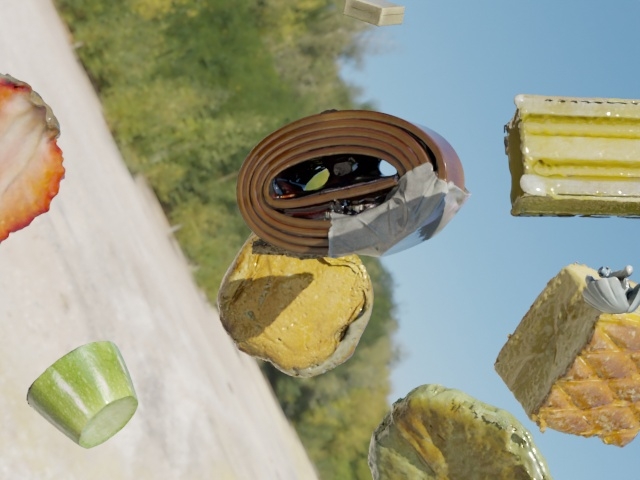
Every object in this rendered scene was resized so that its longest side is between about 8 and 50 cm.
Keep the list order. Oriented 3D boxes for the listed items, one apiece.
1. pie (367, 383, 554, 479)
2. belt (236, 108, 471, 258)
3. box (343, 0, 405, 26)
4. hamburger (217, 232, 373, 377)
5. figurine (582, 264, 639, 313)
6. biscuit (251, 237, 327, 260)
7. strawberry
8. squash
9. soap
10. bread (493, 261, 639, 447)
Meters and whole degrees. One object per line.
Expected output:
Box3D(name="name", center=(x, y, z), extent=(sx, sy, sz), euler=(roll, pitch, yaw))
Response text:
Box3D(name="pie", center=(0.190, 0.332, 1.511), extent=(0.071, 0.306, 0.306), euler=(-22, 86, -52))
Box3D(name="belt", center=(0.045, -0.080, 1.662), extent=(0.122, 0.339, 0.217), euler=(4, 82, -64))
Box3D(name="box", center=(0.095, -0.404, 1.982), extent=(0.079, 0.083, 0.035), euler=(25, -66, 30))
Box3D(name="hamburger", center=(-0.043, 0.111, 2.182), extent=(0.158, 0.319, 0.318), euler=(-58, 124, -78))
Box3D(name="figurine", center=(0.451, 0.071, 1.725), extent=(0.086, 0.082, 0.094), euler=(28, -38, 6))
Box3D(name="biscuit", center=(-0.005, 0.003, 1.919), extent=(0.131, 0.237, 0.026), euler=(-81, 164, -76))
Box3D(name="strawberry", center=(-0.579, -0.120, 1.875), extent=(0.149, 0.336, 0.265), euler=(16, -22, 33))
Box3D(name="squash", center=(-0.373, 0.250, 1.823), extent=(0.123, 0.170, 0.170), euler=(45, -12, 24))
Box3D(name="soap", center=(0.341, -0.099, 1.361), extent=(0.076, 0.233, 0.135), euler=(113, -23, -70))
Box3D(name="bread", center=(0.530, 0.220, 2.179), extent=(0.279, 0.279, 0.207), euler=(-62, -151, 22))
